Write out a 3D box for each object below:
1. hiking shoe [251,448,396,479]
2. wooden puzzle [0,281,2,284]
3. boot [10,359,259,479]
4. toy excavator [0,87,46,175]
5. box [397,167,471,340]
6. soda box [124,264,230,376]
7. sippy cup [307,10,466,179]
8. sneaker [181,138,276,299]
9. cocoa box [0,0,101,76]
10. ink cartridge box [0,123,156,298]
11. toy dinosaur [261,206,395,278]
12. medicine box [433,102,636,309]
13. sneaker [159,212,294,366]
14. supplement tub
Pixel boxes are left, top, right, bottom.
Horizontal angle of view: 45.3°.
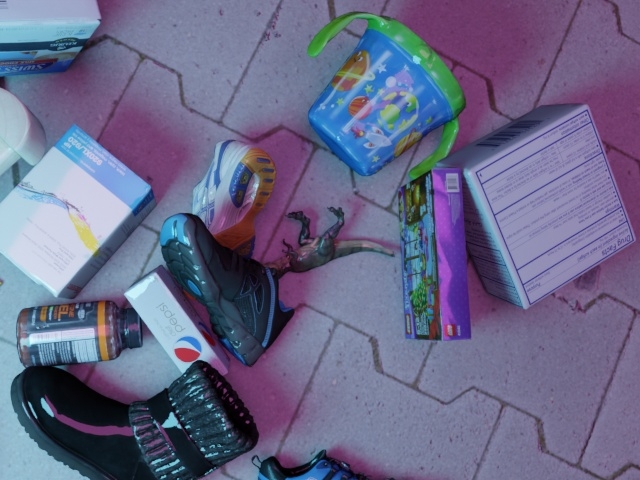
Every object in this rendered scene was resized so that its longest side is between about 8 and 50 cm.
[{"bbox_3d":[0.033,0.437,1.350,0.304,0.113,0.132,-1,85,-10],"label":"hiking shoe"},{"bbox_3d":[-0.620,0.072,1.323,0.116,0.014,0.078,31,75,-6],"label":"wooden puzzle"},{"bbox_3d":[-0.296,0.274,1.251,0.260,0.131,0.348,-40,107,15],"label":"boot"},{"bbox_3d":[-0.696,-0.068,1.169,0.445,0.222,0.433,18,77,3],"label":"toy excavator"},{"bbox_3d":[0.200,0.032,1.380,0.057,0.201,0.293,-1,84,-11],"label":"box"},{"bbox_3d":[-0.245,0.152,1.329,0.069,0.074,0.216,-34,100,2],"label":"soda box"},{"bbox_3d":[0.105,-0.245,1.392,0.305,0.240,0.224,45,90,6],"label":"sippy cup"},{"bbox_3d":[-0.181,-0.038,1.379,0.112,0.131,0.296,18,101,-46],"label":"sneaker"},{"bbox_3d":[-0.539,-0.468,1.257,0.231,0.228,0.347,-14,86,-35],"label":"cocoa box"},{"bbox_3d":[-0.418,-0.040,1.290,0.168,0.171,0.233,40,78,-3],"label":"ink cartridge box"},{"bbox_3d":[0.000,0.000,1.420,0.268,0.064,0.118,-12,101,-12],"label":"toy dinosaur"},{"bbox_3d":[0.397,-0.067,1.420,0.263,0.149,0.289,-29,106,-12],"label":"medicine box"},{"bbox_3d":[-0.155,0.062,1.297,0.139,0.125,0.341,-42,136,-19],"label":"sneaker"},{"bbox_3d":[-0.406,0.157,1.306,0.198,0.106,0.106,-5,85,-11],"label":"supplement tub"}]
